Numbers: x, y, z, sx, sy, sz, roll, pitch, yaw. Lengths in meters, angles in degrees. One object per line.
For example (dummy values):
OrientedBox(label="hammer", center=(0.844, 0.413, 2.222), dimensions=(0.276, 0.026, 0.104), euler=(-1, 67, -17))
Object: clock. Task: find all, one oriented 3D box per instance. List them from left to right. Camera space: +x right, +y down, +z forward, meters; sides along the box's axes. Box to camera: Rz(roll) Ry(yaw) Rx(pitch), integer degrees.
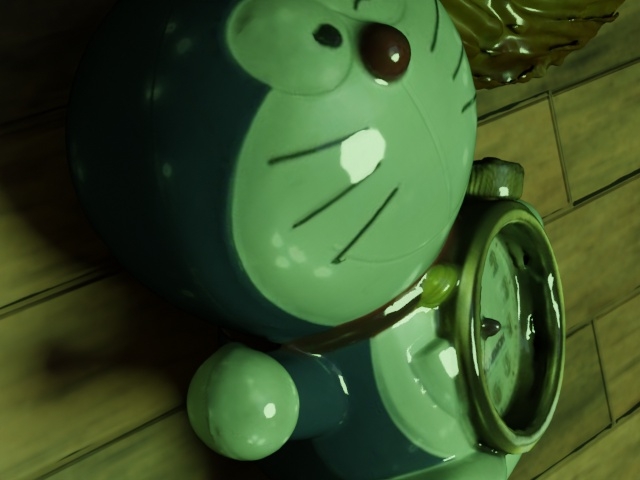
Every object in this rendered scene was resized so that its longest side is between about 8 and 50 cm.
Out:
OrientedBox(label="clock", center=(0.000, 0.000, 0.620), dimensions=(0.199, 0.146, 0.243), euler=(-51, 128, -43))

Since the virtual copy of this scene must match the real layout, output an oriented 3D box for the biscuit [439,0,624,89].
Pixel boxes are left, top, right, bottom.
OrientedBox(label="biscuit", center=(0.063, -0.221, 0.715), dimensions=(0.318, 0.040, 0.318), euler=(-8, 104, -34))
